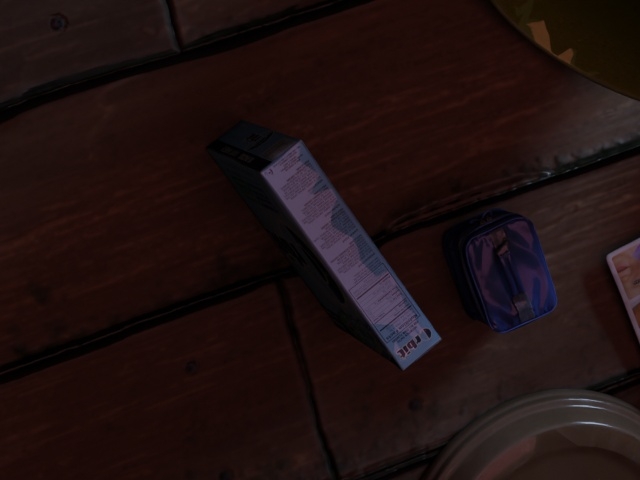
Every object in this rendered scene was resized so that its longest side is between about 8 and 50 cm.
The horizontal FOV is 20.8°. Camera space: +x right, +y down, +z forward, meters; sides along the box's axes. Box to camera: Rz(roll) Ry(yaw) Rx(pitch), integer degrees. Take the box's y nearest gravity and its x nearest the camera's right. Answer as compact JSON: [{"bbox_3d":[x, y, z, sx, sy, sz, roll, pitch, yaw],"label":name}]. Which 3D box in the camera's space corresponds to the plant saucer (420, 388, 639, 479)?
[{"bbox_3d":[0.202,0.263,1.472,0.278,0.041,0.278,-3,100,-16],"label":"plant saucer"}]

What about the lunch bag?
[{"bbox_3d":[0.145,0.021,1.398,0.067,0.065,0.098,-25,106,-12],"label":"lunch bag"}]

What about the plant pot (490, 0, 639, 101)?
[{"bbox_3d":[0.292,-0.291,1.310,0.275,0.275,0.293,37,70,-20],"label":"plant pot"}]

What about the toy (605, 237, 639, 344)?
[{"bbox_3d":[0.346,0.088,1.479,0.137,0.056,0.237,-28,106,-10],"label":"toy"}]

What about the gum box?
[{"bbox_3d":[0.000,0.000,1.300,0.041,0.157,0.184,-38,108,-9],"label":"gum box"}]
